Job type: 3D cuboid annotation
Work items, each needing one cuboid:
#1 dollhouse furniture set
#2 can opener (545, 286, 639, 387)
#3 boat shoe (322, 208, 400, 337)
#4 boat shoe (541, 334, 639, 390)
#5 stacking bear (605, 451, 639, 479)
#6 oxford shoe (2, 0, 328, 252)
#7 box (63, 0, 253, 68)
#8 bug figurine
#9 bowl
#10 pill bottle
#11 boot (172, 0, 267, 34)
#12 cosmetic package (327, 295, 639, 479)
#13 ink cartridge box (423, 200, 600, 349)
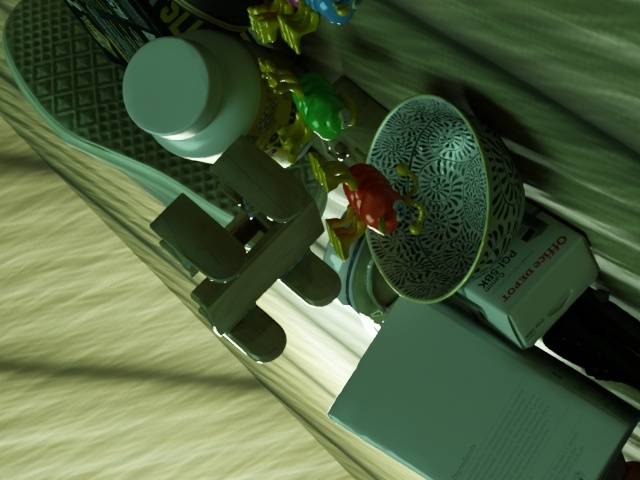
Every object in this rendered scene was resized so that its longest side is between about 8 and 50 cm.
[{"bbox_3d":[0.000,0.000,1.729,0.161,0.242,0.212,40,168,22],"label":"dollhouse furniture set"},{"bbox_3d":[0.253,0.080,1.638,0.186,0.073,0.059,35,126,27],"label":"can opener"},{"bbox_3d":[0.083,0.047,2.005,0.094,0.109,0.302,23,169,22],"label":"boat shoe"},{"bbox_3d":[0.257,0.110,1.726,0.133,0.042,0.049,33,162,39],"label":"boat shoe"},{"bbox_3d":[0.191,0.178,1.928,0.289,0.175,0.164,52,170,0],"label":"stacking bear"},{"bbox_3d":[-0.175,-0.125,2.112,0.449,0.169,0.130,35,167,19],"label":"oxford shoe"},{"bbox_3d":[-0.217,-0.286,1.899,0.322,0.079,0.257,53,168,-33],"label":"box"},{"bbox_3d":[0.005,-0.135,1.530,0.216,0.072,0.279,-125,18,-55],"label":"bug figurine"},{"bbox_3d":[0.114,-0.034,1.559,0.170,0.080,0.170,4,95,57],"label":"bowl"},{"bbox_3d":[-0.090,-0.127,1.731,0.117,0.117,0.208,40,-167,21],"label":"pill bottle"},{"bbox_3d":[-0.107,-0.266,1.620,0.198,0.077,0.137,46,163,-11],"label":"boot"},{"bbox_3d":[0.152,0.153,1.690,0.225,0.138,0.224,30,-176,12],"label":"cosmetic package"},{"bbox_3d":[0.151,0.015,1.616,0.135,0.099,0.056,34,164,39],"label":"ink cartridge box"}]
